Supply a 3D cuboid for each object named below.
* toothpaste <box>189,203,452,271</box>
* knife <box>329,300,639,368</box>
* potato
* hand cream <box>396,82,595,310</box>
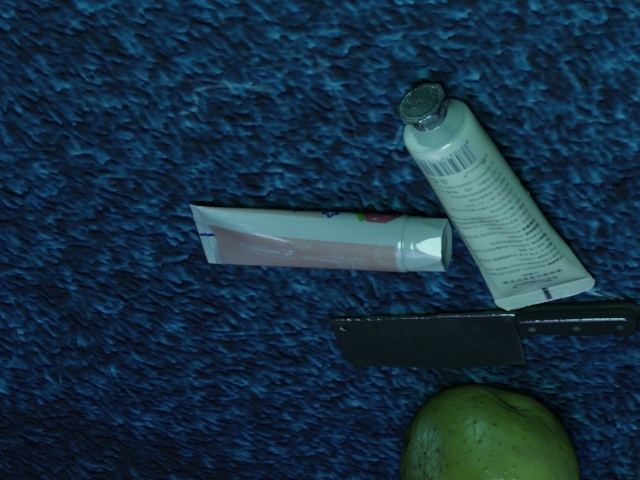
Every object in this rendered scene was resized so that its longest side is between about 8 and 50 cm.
[{"bbox_3d":[0.000,0.000,1.242,0.195,0.043,0.067,3,139,16],"label":"toothpaste"},{"bbox_3d":[0.133,0.077,1.316,0.245,0.019,0.072,-3,139,18],"label":"knife"},{"bbox_3d":[0.137,0.219,1.336,0.157,0.194,0.157,3,142,2],"label":"potato"},{"bbox_3d":[0.122,-0.025,1.191,0.080,0.050,0.234,-15,136,23],"label":"hand cream"}]
